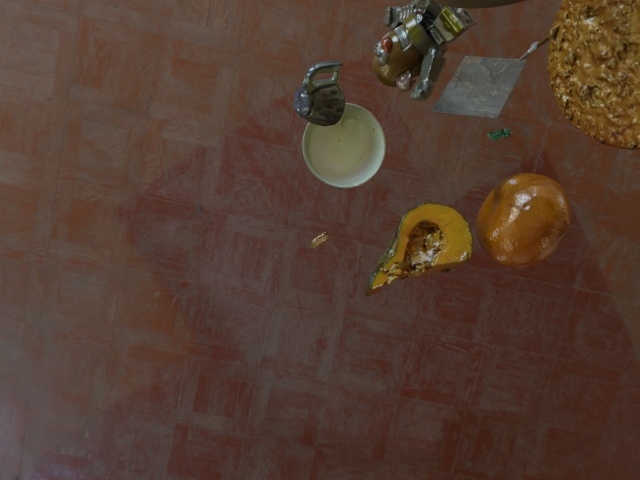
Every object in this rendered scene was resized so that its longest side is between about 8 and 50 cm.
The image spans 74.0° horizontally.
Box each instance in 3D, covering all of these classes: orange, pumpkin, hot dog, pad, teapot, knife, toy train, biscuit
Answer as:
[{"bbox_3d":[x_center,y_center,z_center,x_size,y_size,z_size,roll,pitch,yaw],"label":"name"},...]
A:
[{"bbox_3d":[0.485,-0.045,1.019,0.171,0.240,0.241,17,97,-6],"label":"orange"},{"bbox_3d":[0.246,0.051,1.028,0.189,0.139,0.281,29,77,5],"label":"pumpkin"},{"bbox_3d":[0.000,0.000,1.519,0.083,0.021,0.037,-31,66,33],"label":"hot dog"},{"bbox_3d":[0.606,-0.592,1.615,0.247,0.007,0.368,18,60,30],"label":"pad"},{"bbox_3d":[-0.001,-0.339,1.013,0.108,0.149,0.111,-15,79,-36],"label":"teapot"},{"bbox_3d":[0.620,-0.560,1.232,0.046,0.256,0.022,-36,93,15],"label":"knife"},{"bbox_3d":[0.654,-0.390,1.551,0.045,0.092,0.029,22,82,-19],"label":"toy train"},{"bbox_3d":[0.375,-0.229,0.501,0.035,0.254,0.254,-18,97,-18],"label":"biscuit"}]

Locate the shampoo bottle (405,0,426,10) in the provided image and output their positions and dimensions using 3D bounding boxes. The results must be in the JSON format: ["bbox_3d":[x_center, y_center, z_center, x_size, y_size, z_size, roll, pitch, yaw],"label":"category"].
[{"bbox_3d":[0.395,-0.869,1.534,0.080,0.246,0.079,-40,99,-37],"label":"shampoo bottle"}]

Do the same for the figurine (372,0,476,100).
[{"bbox_3d":[0.262,-0.543,1.164,0.166,0.343,0.284,30,139,-24],"label":"figurine"}]

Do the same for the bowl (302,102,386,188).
[{"bbox_3d":[0.072,-0.309,1.437,0.276,0.145,0.278,0,94,-5],"label":"bowl"}]

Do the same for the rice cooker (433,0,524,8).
[{"bbox_3d":[0.175,-0.311,0.414,0.206,0.127,0.145,-5,87,8],"label":"rice cooker"}]
